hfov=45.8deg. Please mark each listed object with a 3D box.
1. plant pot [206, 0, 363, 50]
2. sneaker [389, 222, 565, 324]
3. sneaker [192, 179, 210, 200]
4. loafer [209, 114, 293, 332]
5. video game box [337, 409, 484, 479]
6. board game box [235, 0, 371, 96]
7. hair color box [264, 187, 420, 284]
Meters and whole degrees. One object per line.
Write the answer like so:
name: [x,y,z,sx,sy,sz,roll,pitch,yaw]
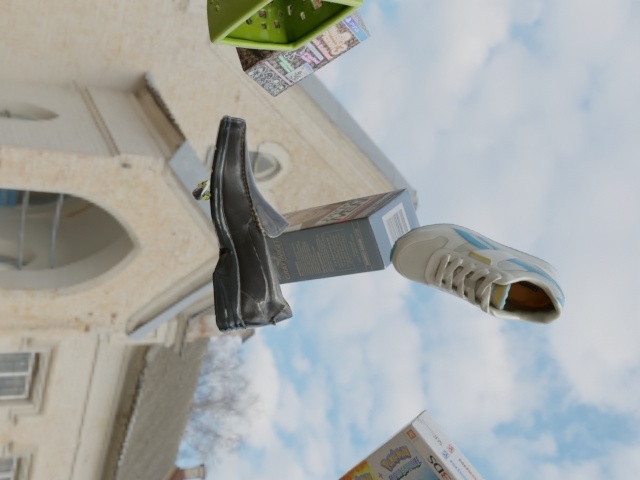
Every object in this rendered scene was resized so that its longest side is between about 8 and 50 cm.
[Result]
plant pot: [-0.086,-0.511,1.464,0.227,0.228,0.207,-21,-100,45]
sneaker: [0.201,0.043,0.965,0.092,0.229,0.087,-72,176,-67]
sneaker: [-0.223,-0.092,1.467,0.035,0.031,0.083,63,14,-19]
loafer: [-0.054,-0.013,0.591,0.062,0.061,0.170,-108,-164,-75]
video game box: [0.141,0.360,1.055,0.187,0.048,0.205,51,-48,14]
board game box: [-0.063,-0.539,1.851,0.291,0.141,0.232,-29,-118,18]
hair color box: [0.000,0.000,1.581,0.374,0.185,0.113,-11,-75,35]
